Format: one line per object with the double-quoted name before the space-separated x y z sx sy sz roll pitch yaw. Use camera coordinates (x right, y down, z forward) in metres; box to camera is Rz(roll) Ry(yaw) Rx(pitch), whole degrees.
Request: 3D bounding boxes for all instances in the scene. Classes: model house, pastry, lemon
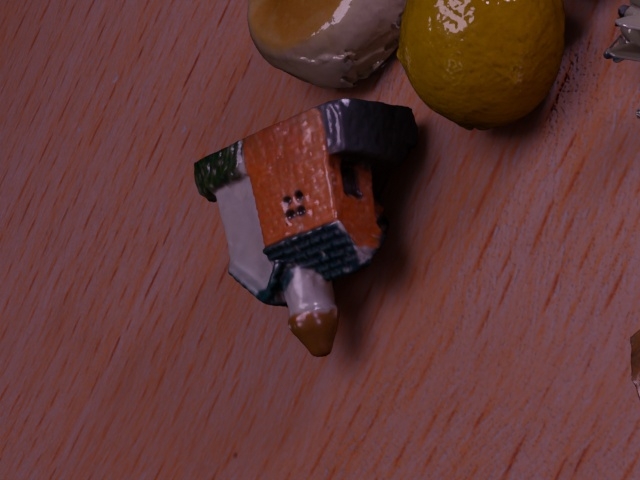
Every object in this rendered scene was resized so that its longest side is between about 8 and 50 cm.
"model house" 0.000 0.000 1.771 0.271 0.190 0.301 -20 72 37
"pastry" 0.021 -0.329 1.921 0.264 0.133 0.265 -24 54 38
"lemon" 0.185 -0.232 1.634 0.192 0.192 0.231 40 130 50

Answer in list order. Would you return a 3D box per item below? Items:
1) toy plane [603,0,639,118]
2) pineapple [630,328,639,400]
"toy plane" 0.405 -0.177 1.450 0.262 0.088 0.192 32 130 28
"pineapple" 0.446 0.109 1.150 0.357 0.223 0.223 -21 56 40
